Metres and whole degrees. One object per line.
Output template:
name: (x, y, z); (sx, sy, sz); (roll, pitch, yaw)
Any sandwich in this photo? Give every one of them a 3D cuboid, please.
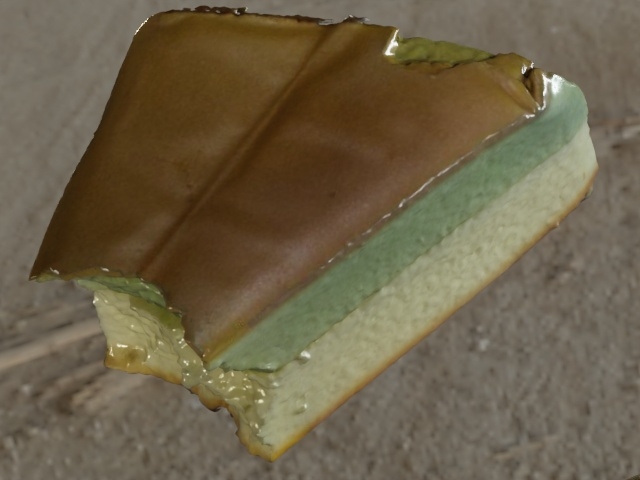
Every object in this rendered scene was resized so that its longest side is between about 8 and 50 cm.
sandwich: (0.000, 0.000, 0.701); (0.220, 0.108, 0.186); (7, 60, 20)

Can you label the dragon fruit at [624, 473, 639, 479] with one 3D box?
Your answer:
dragon fruit: (0.072, 0.181, 0.370); (0.237, 0.231, 0.303); (-45, -8, -10)
